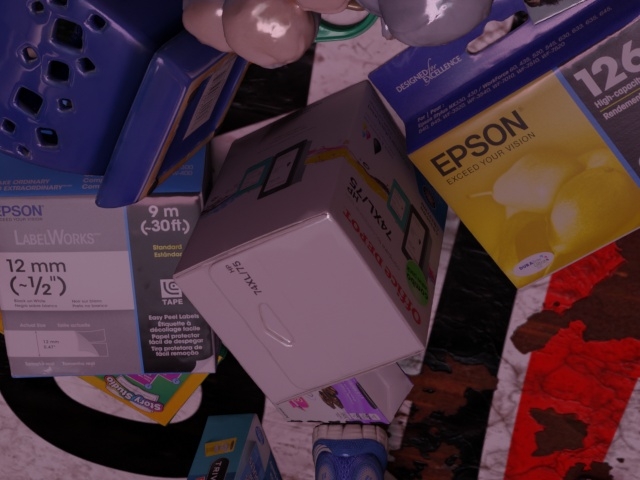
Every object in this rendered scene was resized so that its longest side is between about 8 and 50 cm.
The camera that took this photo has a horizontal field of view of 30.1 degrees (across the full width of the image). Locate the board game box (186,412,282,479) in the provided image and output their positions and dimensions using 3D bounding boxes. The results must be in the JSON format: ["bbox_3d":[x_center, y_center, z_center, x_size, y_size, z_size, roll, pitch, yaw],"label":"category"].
[{"bbox_3d":[-0.120,0.443,1.617,0.079,0.336,0.254,-7,124,17],"label":"board game box"}]

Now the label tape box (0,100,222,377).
[{"bbox_3d":[-0.250,-0.016,1.381,0.249,0.115,0.348,-1,116,3],"label":"label tape box"}]

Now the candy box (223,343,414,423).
[{"bbox_3d":[-0.008,0.152,1.499,0.196,0.070,0.165,-9,126,48],"label":"candy box"}]

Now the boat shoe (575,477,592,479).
[{"bbox_3d":[0.386,0.420,1.666,0.079,0.084,0.233,30,147,39],"label":"boat shoe"}]

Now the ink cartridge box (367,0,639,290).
[{"bbox_3d":[0.255,-0.127,1.287,0.303,0.072,0.307,-31,116,29],"label":"ink cartridge box"}]

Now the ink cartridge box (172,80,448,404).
[{"bbox_3d":[0.000,0.000,1.307,0.197,0.270,0.198,-22,119,26],"label":"ink cartridge box"}]

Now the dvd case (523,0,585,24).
[{"bbox_3d":[0.250,-0.279,1.187,0.119,0.013,0.087,-22,91,25],"label":"dvd case"}]

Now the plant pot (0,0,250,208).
[{"bbox_3d":[-0.197,-0.188,1.190,0.212,0.236,0.236,35,129,5],"label":"plant pot"}]

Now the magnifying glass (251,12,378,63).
[{"bbox_3d":[-0.033,-0.234,1.298,0.231,0.026,0.092,-25,117,28],"label":"magnifying glass"}]

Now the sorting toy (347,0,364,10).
[{"bbox_3d":[0.016,-0.343,1.180,0.307,0.041,0.229,13,122,5],"label":"sorting toy"}]

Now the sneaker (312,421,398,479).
[{"bbox_3d":[0.043,0.374,1.622,0.129,0.147,0.330,-1,146,12],"label":"sneaker"}]

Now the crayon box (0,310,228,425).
[{"bbox_3d":[-0.272,0.110,1.566,0.278,0.081,0.165,32,126,-12],"label":"crayon box"}]

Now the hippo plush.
[{"bbox_3d":[0.020,-0.245,1.090,0.236,0.294,0.234,22,102,-38],"label":"hippo plush"}]
